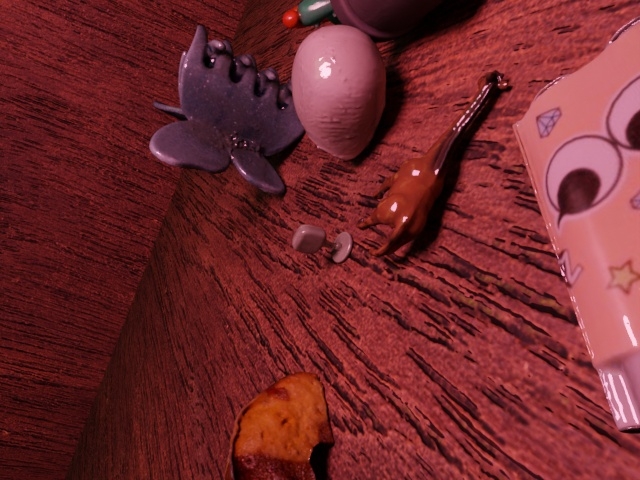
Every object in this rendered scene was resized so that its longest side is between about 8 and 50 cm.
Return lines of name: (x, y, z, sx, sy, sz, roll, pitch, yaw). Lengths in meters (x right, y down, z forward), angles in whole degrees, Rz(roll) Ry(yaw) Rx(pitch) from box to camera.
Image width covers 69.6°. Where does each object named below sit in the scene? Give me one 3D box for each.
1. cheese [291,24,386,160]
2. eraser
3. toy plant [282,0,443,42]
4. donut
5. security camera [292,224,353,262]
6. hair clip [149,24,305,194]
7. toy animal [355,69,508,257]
cheese: (0.029, -0.257, 0.767, 0.189, 0.155, 0.197, 107, 160, -63)
eraser: (0.257, -0.027, 0.331, 0.171, 0.087, 0.290, -41, 39, 44)
toy plant: (0.100, -0.442, 0.782, 0.279, 0.185, 0.400, -55, 20, 2)
donut: (-0.057, 0.322, 0.598, 0.295, 0.151, 0.112, -109, 37, -49)
security camera: (0.000, 0.000, 0.754, 0.058, 0.092, 0.058, -41, 38, 44)
hair clip: (-0.189, -0.295, 1.046, 0.238, 0.319, 0.392, -58, 28, 18)
toy animal: (0.142, -0.097, 0.610, 0.230, 0.066, 0.224, -43, 18, 55)
